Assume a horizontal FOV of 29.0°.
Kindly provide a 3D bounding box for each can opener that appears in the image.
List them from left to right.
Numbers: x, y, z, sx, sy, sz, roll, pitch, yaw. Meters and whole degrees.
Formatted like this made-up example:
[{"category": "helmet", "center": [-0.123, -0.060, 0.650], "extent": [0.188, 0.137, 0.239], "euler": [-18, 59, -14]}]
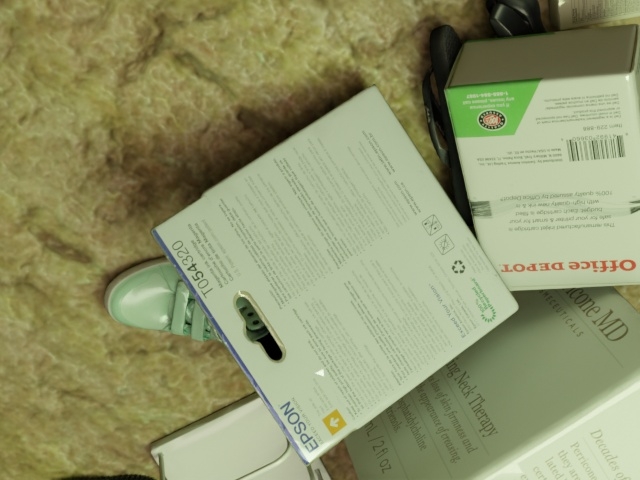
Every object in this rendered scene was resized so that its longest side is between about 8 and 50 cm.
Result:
[{"category": "can opener", "center": [0.264, -0.232, 1.506], "extent": [0.186, 0.059, 0.073], "euler": [41, 73, -30]}]

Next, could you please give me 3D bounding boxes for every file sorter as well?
[{"category": "file sorter", "center": [-0.070, 0.371, 1.614], "extent": [0.192, 0.173, 0.278], "euler": [-26, 112, 0]}]

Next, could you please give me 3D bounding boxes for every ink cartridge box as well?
[{"category": "ink cartridge box", "center": [0.017, 0.036, 1.450], "extent": [0.330, 0.071, 0.324], "euler": [-34, 94, -17]}, {"category": "ink cartridge box", "center": [0.282, -0.092, 1.462], "extent": [0.211, 0.122, 0.289], "euler": [-2, 126, 20]}]

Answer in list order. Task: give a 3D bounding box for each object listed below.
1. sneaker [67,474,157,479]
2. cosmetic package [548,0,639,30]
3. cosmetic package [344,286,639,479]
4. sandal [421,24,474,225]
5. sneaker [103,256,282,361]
[{"category": "sneaker", "center": [-0.275, 0.358, 1.645], "extent": [0.161, 0.057, 0.075], "euler": [2, 127, -12]}, {"category": "cosmetic package", "center": [0.335, -0.295, 1.498], "extent": [0.115, 0.041, 0.060], "euler": [-9, 112, -6]}, {"category": "cosmetic package", "center": [0.282, 0.288, 1.557], "extent": [0.393, 0.329, 0.327], "euler": [-33, 113, 3]}, {"category": "sandal", "center": [0.156, -0.133, 1.508], "extent": [0.054, 0.097, 0.255], "euler": [-3, 113, 20]}, {"category": "sneaker", "center": [-0.135, 0.091, 1.507], "extent": [0.255, 0.151, 0.094], "euler": [2, 112, -9]}]
